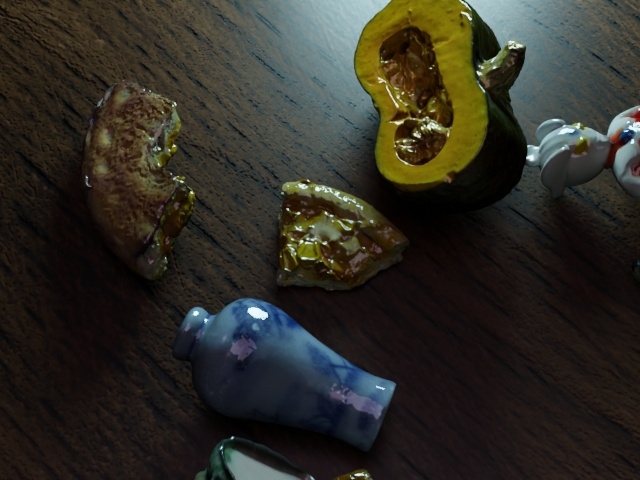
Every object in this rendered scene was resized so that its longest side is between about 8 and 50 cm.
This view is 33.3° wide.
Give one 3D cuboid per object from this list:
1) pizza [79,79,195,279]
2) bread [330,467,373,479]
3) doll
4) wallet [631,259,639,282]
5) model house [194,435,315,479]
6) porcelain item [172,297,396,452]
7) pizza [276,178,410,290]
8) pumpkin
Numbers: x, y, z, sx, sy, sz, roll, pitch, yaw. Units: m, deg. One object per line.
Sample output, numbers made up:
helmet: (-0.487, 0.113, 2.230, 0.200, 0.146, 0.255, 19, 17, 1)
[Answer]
pizza: (-0.236, -0.082, 1.408, 0.161, 0.085, 0.305, -22, 59, 13)
bread: (0.032, 0.306, 1.195, 0.070, 0.076, 0.083, -20, 64, -14)
doll: (0.453, -0.114, 1.383, 0.384, 0.099, 0.188, -4, 47, 7)
wallet: (0.545, 0.013, 1.358, 0.250, 0.075, 0.176, -37, 61, -19)
model house: (-0.085, 0.363, 1.072, 0.237, 0.202, 0.237, -50, 50, 8)
porcelain item: (-0.045, 0.158, 1.252, 0.259, 0.141, 0.141, 25, 64, 3)
pizza: (0.000, 0.000, 1.375, 0.182, 0.062, 0.161, 39, 74, 18)
pumpkin: (0.173, -0.182, 1.391, 0.222, 0.139, 0.317, -21, 54, 19)
